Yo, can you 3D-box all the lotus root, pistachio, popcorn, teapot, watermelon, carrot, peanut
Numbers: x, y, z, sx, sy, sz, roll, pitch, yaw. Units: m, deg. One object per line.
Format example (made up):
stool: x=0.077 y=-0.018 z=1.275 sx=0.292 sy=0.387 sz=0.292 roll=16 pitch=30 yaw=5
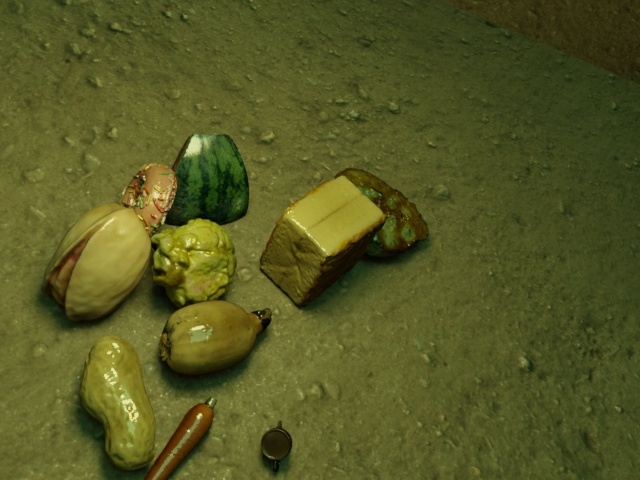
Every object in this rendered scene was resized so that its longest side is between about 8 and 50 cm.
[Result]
lotus root: x=-0.256 y=0.239 z=1.587 sx=0.310 sy=0.182 sz=0.182 roll=-10 pitch=62 yaw=-33
pistachio: x=-0.551 y=0.047 z=1.541 sx=0.230 sy=0.230 sz=0.308 roll=41 pitch=94 yaw=8
popcorn: x=-0.346 y=0.051 z=1.640 sx=0.259 sy=0.258 sz=0.212 roll=-15 pitch=23 yaw=-28
teapot: x=-0.105 y=0.506 z=1.525 sx=0.076 sy=0.068 sz=0.121 roll=0 pitch=77 yaw=6
watermelon: x=-0.384 y=-0.198 z=1.814 sx=0.293 sy=0.282 sz=0.250 roll=25 pitch=32 yaw=29
carrot: x=-0.345 y=0.501 z=1.445 sx=0.069 sy=0.069 sz=0.336 roll=35 pitch=59 yaw=4
peanut: x=-0.472 y=0.374 z=1.432 sx=0.148 sy=0.147 sz=0.318 roll=-11 pitch=67 yaw=-26

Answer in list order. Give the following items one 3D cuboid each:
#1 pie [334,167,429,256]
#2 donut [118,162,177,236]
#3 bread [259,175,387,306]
pie: x=0.179 y=-0.087 z=1.978 sx=0.355 sy=0.103 sz=0.288 roll=40 pitch=44 yaw=1
donut: x=-0.471 y=-0.119 z=1.683 sx=0.085 sy=0.233 sz=0.199 roll=28 pitch=85 yaw=-33
bread: x=0.000 y=0.000 z=1.765 sx=0.279 sy=0.279 sz=0.207 roll=-35 pitch=75 yaw=-34
